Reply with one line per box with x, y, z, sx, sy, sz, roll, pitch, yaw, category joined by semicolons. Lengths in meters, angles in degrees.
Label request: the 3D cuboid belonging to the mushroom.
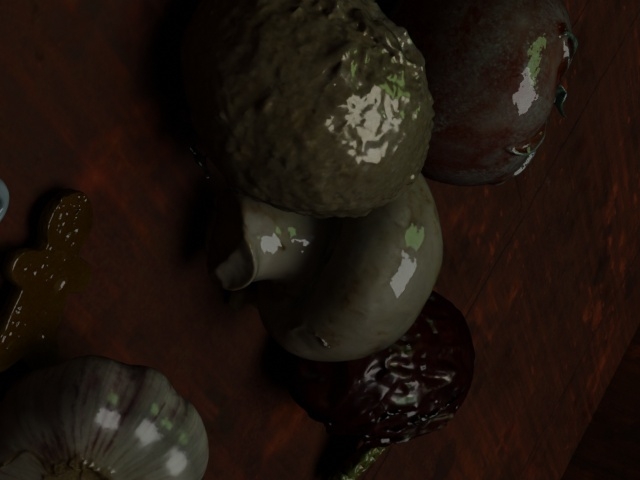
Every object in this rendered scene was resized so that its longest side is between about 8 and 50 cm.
0.000;0.000;1.490;0.290;0.297;0.297;20;92;-34;mushroom

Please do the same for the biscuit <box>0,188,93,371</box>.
-0.294;0.041;1.243;0.138;0.031;0.205;12;99;-64;biscuit

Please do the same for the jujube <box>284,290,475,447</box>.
0.099;0.187;1.796;0.377;0.258;0.258;14;96;-68;jujube

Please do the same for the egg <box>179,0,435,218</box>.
-0.012;-0.161;1.316;0.310;0.279;0.279;46;65;-24;egg

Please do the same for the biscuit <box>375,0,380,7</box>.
0.023;-0.296;1.554;0.229;0.031;0.176;6;102;-60;biscuit

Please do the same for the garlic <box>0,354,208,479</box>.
-0.242;0.217;1.308;0.253;0.245;0.245;-90;-172;-68;garlic

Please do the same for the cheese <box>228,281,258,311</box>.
-0.097;0.076;1.593;0.083;0.030;0.044;-11;111;-63;cheese

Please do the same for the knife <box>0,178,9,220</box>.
-0.405;0.068;1.079;0.331;0.044;0.080;-53;155;-15;knife

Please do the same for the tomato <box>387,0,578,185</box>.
0.216;-0.232;1.640;0.317;0.283;0.316;20;90;-84;tomato

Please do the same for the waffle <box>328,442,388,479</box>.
0.084;0.359;1.995;0.183;0.036;0.169;-46;171;10;waffle
